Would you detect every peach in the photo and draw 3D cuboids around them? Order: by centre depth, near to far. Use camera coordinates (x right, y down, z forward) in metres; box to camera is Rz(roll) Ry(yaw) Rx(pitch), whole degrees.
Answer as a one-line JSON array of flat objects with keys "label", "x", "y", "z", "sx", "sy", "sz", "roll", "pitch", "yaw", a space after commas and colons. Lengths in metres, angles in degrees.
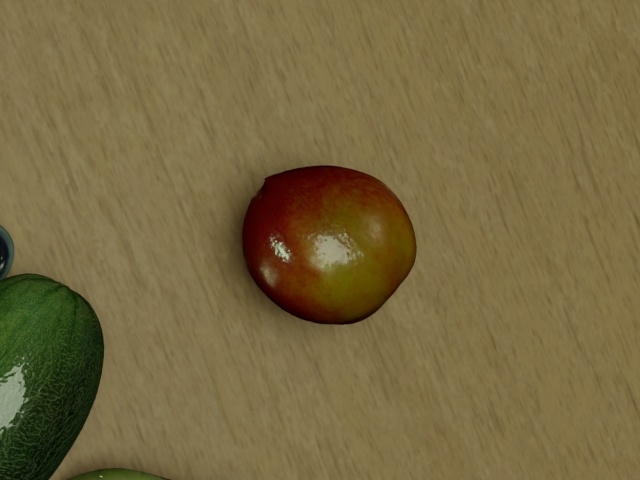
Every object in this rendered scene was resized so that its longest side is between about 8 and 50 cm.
[{"label": "peach", "x": 0.000, "y": 0.000, "z": 1.836, "sx": 0.197, "sy": 0.197, "sz": 0.197, "roll": 1, "pitch": 86, "yaw": -21}]

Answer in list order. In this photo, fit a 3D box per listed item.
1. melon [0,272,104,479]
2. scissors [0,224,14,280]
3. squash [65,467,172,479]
[{"label": "melon", "x": -0.335, "y": 0.171, "z": 1.699, "sx": 0.182, "sy": 0.182, "sz": 0.288, "roll": 34, "pitch": 73, "yaw": -16}, {"label": "scissors", "x": -0.454, "y": 0.025, "z": 1.617, "sx": 0.256, "sy": 0.029, "sz": 0.383, "roll": -58, "pitch": 148, "yaw": -15}, {"label": "squash", "x": -0.153, "y": 0.357, "z": 1.754, "sx": 0.260, "sy": 0.189, "sz": 0.189, "roll": 20, "pitch": 80, "yaw": -23}]
